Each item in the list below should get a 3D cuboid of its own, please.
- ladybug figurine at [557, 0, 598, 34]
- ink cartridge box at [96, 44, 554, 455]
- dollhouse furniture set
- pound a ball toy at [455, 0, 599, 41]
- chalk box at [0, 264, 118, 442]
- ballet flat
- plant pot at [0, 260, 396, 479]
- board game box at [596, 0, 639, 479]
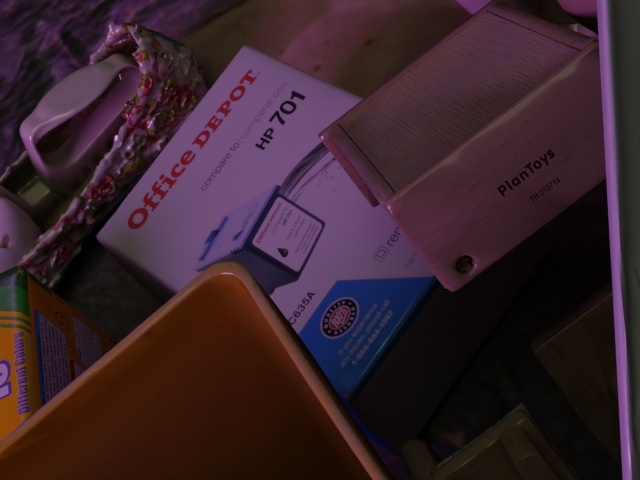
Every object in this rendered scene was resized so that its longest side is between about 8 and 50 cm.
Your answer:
[{"bbox_3d":[0.254,-0.211,0.624,0.162,0.305,0.449,35,52,24],"label":"ladybug figurine"},{"bbox_3d":[0.000,0.000,0.788,0.190,0.082,0.140,29,78,35],"label":"ink cartridge box"},{"bbox_3d":[0.122,0.030,0.647,0.212,0.242,0.161,-37,16,3],"label":"dollhouse furniture set"},{"bbox_3d":[0.088,-0.221,0.755,0.135,0.319,0.208,-8,72,32],"label":"pound a ball toy"},{"bbox_3d":[-0.203,0.130,0.784,0.213,0.132,0.132,-24,54,13],"label":"chalk box"},{"bbox_3d":[-0.164,-0.035,0.895,0.091,0.077,0.241,31,80,36],"label":"ballet flat"},{"bbox_3d":[-0.027,0.177,0.629,0.212,0.187,0.212,-40,53,4],"label":"plant pot"},{"bbox_3d":[0.269,-0.081,0.447,0.390,0.050,0.390,-3,90,-3],"label":"board game box"}]
